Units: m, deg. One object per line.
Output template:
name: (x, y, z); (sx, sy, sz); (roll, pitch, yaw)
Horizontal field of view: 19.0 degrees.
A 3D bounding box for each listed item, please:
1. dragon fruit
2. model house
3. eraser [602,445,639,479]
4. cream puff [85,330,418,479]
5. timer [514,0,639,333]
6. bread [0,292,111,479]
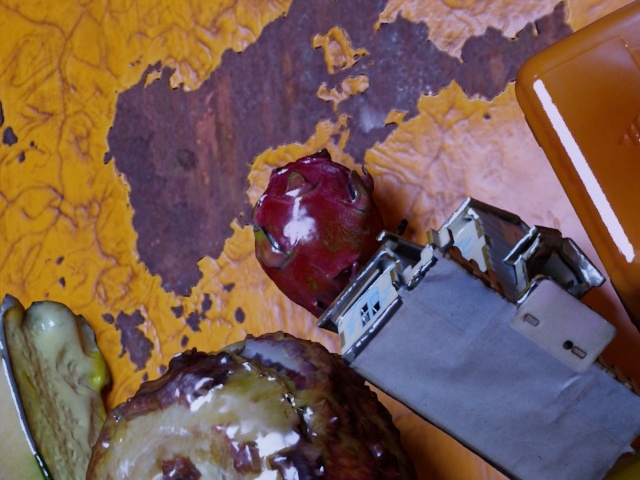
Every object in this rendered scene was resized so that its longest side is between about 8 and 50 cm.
dragon fruit: (0.000, 0.000, 1.729); (0.136, 0.133, 0.166); (-21, 81, 35)
model house: (0.143, 0.062, 1.561); (0.178, 0.271, 0.206); (-52, 16, 17)
eraser: (0.324, 0.253, 1.519); (0.158, 0.069, 0.226); (-34, 65, 24)
cream puff: (-0.049, 0.243, 1.651); (0.350, 0.229, 0.350); (-6, 81, 41)
timer: (0.318, -0.083, 1.573); (0.250, 0.161, 0.257); (-28, 66, 7)
bread: (-0.275, 0.187, 1.838); (0.133, 0.174, 0.251); (-29, 71, 26)
